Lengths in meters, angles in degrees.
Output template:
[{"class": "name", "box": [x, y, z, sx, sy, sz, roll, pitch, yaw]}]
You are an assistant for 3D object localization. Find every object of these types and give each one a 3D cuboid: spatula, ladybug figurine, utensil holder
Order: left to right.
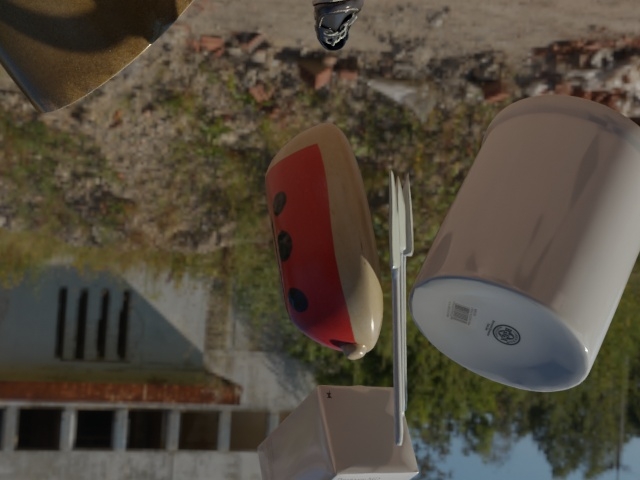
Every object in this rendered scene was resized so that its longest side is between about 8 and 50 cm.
[{"class": "ladybug figurine", "box": [0.000, 0.000, 1.600, 0.162, 0.449, 0.305, -8, 150, -6]}, {"class": "spatula", "box": [0.078, 0.056, 0.852, 0.019, 0.242, 0.168, -2, -177, 7]}, {"class": "utensil holder", "box": [0.361, 0.009, 1.500, 0.327, 0.385, 0.328, 22, 150, 14]}]

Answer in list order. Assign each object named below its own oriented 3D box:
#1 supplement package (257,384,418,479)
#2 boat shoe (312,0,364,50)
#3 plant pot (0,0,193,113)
[{"class": "supplement package", "box": [0.024, 0.416, 1.718, 0.177, 0.175, 0.293, 6, 143, -27]}, {"class": "boat shoe", "box": [0.027, -0.311, 1.289, 0.075, 0.065, 0.206, -9, -174, -3]}, {"class": "plant pot", "box": [-0.269, -0.291, 0.842, 0.237, 0.237, 0.254, -2, 139, 50]}]
